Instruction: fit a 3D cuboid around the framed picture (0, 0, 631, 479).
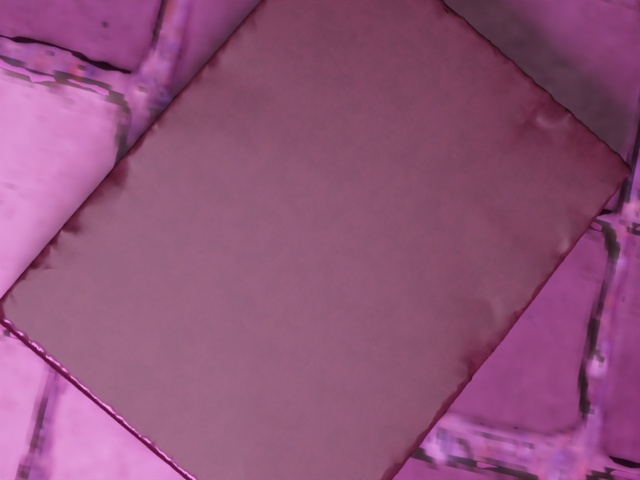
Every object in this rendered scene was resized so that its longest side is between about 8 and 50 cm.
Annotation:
[{"bbox_3d":[0.000,0.000,0.506,0.128,0.023,0.168,40,77,-4],"label":"framed picture"}]
